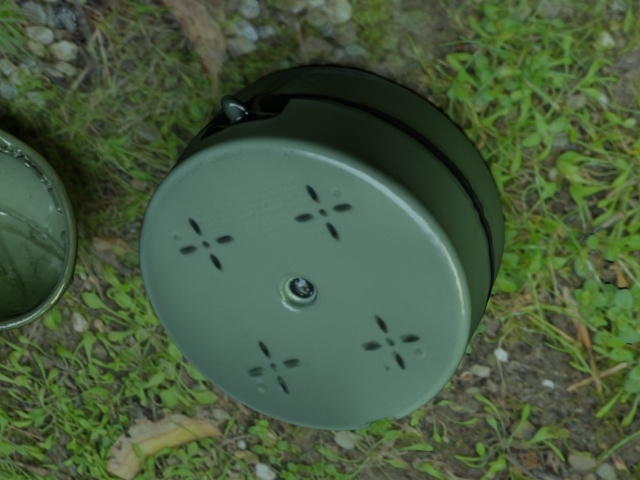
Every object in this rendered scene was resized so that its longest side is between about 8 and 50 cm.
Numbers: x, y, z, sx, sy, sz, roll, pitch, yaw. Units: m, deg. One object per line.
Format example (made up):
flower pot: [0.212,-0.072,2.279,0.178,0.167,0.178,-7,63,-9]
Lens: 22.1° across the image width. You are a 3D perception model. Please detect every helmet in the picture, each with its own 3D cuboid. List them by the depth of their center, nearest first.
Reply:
helmet: [-0.358,-0.016,1.747,0.257,0.137,0.204,44,91,7]

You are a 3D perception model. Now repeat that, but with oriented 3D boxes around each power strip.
power strip: [0.000,0.000,1.603,0.357,0.161,0.357,10,125,15]
